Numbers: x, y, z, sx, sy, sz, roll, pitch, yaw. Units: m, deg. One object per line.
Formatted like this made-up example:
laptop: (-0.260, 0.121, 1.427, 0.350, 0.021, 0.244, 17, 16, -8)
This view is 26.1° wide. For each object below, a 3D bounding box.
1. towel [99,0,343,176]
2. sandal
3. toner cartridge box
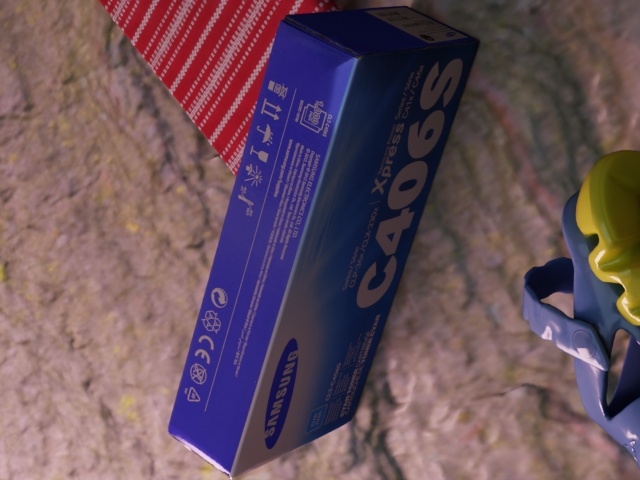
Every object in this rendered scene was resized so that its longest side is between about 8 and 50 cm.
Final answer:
towel: (-0.090, -0.200, 1.143, 0.275, 0.031, 0.199, 52, 136, 16)
sandal: (0.236, 0.102, 0.934, 0.138, 0.126, 0.317, -35, 74, 51)
toner cartridge box: (0.000, 0.000, 1.052, 0.075, 0.165, 0.347, 31, 117, 29)
